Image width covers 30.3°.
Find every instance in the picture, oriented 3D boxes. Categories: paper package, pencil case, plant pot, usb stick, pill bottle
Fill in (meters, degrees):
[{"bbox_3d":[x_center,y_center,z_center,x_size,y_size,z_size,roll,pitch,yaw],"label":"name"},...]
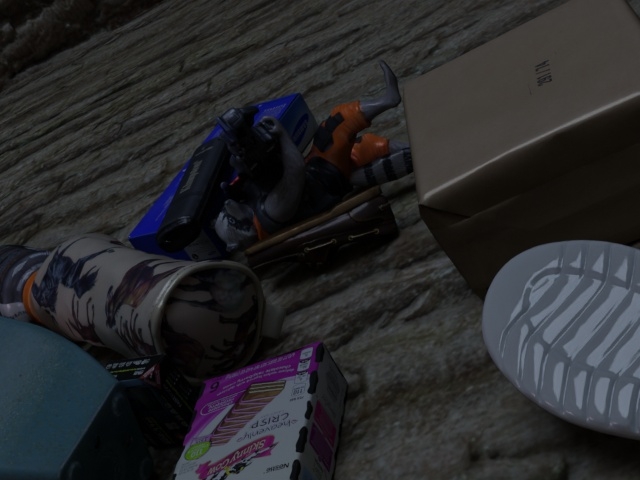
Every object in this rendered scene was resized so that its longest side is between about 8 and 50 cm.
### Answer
[{"bbox_3d":[0.265,-0.120,1.375,0.309,0.168,0.325,-24,28,14],"label":"paper package"},{"bbox_3d":[-0.231,0.084,1.562,0.410,0.183,0.160,9,80,54],"label":"pencil case"},{"bbox_3d":[-0.337,0.242,1.314,0.252,0.247,0.248,1,38,22],"label":"plant pot"},{"bbox_3d":[-0.179,-0.072,1.720,0.077,0.045,0.278,-34,20,24],"label":"usb stick"},{"bbox_3d":[-0.440,0.076,1.806,0.130,0.130,0.245,-42,22,-22],"label":"pill bottle"}]

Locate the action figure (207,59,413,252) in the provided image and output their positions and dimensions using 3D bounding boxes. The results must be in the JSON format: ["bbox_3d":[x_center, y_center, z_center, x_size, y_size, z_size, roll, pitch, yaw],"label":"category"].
[{"bbox_3d":[-0.013,-0.095,1.597,0.330,0.179,0.341,-35,-15,7],"label":"action figure"}]

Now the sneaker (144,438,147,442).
[{"bbox_3d":[-0.279,0.192,1.495,0.080,0.094,0.212,-43,28,-20],"label":"sneaker"}]

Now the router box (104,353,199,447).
[{"bbox_3d":[-0.188,0.187,1.371,0.092,0.122,0.038,-11,37,36],"label":"router box"}]

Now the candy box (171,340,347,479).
[{"bbox_3d":[-0.066,0.221,1.239,0.159,0.071,0.233,-21,28,20],"label":"candy box"}]

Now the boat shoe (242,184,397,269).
[{"bbox_3d":[0.000,0.000,1.554,0.207,0.073,0.073,-23,5,14],"label":"boat shoe"}]

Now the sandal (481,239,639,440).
[{"bbox_3d":[0.314,0.117,0.998,0.416,0.102,0.169,18,69,42],"label":"sandal"}]

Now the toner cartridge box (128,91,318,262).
[{"bbox_3d":[-0.148,-0.097,1.882,0.165,0.075,0.348,-9,34,36],"label":"toner cartridge box"}]
